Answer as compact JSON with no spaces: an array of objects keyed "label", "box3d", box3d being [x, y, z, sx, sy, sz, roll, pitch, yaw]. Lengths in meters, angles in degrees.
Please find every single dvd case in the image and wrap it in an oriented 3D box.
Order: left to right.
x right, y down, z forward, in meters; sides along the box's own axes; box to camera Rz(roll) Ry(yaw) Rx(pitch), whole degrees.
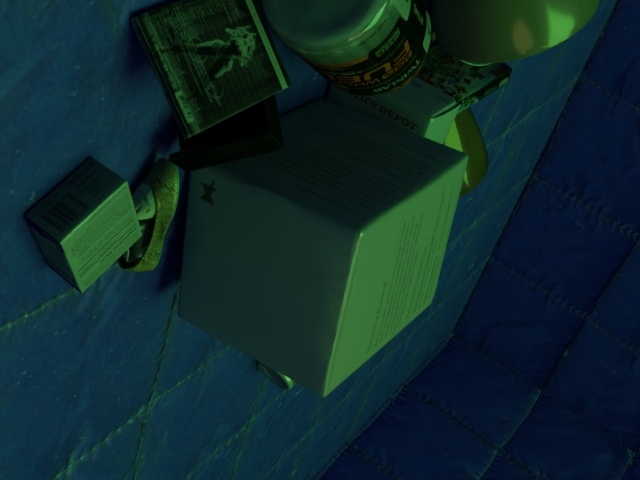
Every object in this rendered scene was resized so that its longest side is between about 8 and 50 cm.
[{"label":"dvd case","box3d":[-0.140,-0.250,1.250,0.221,0.018,0.164,-36,108,-45]}]

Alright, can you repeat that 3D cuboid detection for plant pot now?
[{"label":"plant pot","box3d":[0.256,-0.256,2.133,0.237,0.237,0.254,-49,146,-22]}]

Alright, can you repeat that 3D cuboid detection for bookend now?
[{"label":"bookend","box3d":[-0.147,-0.199,1.371,0.072,0.156,0.157,39,41,-72]}]

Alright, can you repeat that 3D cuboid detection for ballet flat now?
[{"label":"ballet flat","box3d":[-0.264,-0.030,1.404,0.067,0.073,0.206,-17,135,-42]}]

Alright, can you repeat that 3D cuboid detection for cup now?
[{"label":"cup","box3d":[0.351,-0.536,1.791,0.331,0.331,0.237,-48,134,-25]}]

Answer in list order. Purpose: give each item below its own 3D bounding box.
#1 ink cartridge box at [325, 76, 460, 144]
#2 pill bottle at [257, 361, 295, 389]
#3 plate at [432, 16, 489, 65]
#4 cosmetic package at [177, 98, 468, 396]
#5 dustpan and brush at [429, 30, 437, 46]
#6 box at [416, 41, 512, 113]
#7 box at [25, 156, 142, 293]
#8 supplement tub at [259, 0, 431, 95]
[{"label":"ink cartridge box","box3d":[0.104,-0.177,1.829,0.131,0.226,0.306,-36,152,-50]},{"label":"pill bottle","box3d":[-0.061,0.272,2.345,0.186,0.112,0.112,-48,160,-23]},{"label":"plate","box3d":[0.315,-0.457,1.996,0.188,0.188,0.024,-46,-173,-28]},{"label":"cosmetic package","box3d":[0.005,-0.009,1.632,0.394,0.329,0.327,-33,141,-49]},{"label":"dustpan and brush","box3d":[0.285,-0.446,2.124,0.147,0.060,0.211,-36,149,-19]},{"label":"box","box3d":[0.271,-0.349,1.992,0.233,0.159,0.044,-33,154,-25]},{"label":"box","box3d":[-0.319,-0.020,1.269,0.126,0.072,0.137,-48,159,-26]},{"label":"supplement tub","box3d":[0.054,-0.347,1.447,0.207,0.207,0.338,-58,161,5]}]
